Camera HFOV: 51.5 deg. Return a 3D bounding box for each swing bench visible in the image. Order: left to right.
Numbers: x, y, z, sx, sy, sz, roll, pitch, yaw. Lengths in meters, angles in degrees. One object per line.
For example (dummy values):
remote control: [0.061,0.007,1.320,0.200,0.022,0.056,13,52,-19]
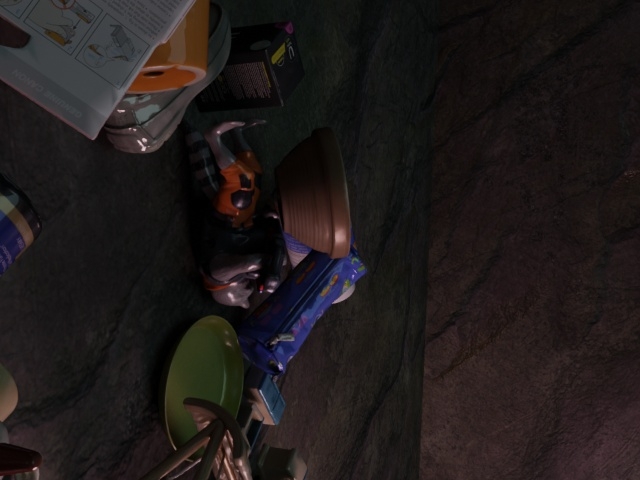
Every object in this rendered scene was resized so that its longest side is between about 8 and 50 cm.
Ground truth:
swing bench: [-0.171,0.418,0.974,0.254,0.165,0.253,-50,137,-44]

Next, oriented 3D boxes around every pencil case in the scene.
pencil case: [-0.036,0.119,1.272,0.119,0.133,0.306,45,66,-7]

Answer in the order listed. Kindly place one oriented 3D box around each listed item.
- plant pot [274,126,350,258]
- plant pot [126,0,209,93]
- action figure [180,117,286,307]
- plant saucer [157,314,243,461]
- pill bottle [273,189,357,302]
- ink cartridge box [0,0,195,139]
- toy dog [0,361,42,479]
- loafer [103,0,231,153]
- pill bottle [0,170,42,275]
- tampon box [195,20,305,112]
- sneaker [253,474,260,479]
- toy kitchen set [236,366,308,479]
plant pot: [-0.021,-0.080,1.191,0.237,0.110,0.237,172,-90,-84]
plant pot: [-0.217,-0.286,0.810,0.205,0.205,0.187,-14,94,-67]
action figure: [-0.153,-0.046,1.156,0.341,0.179,0.329,-124,-144,-76]
plant saucer: [-0.203,0.245,1.117,0.241,0.037,0.240,1,90,-67]
pill bottle: [0.000,0.000,1.454,0.152,0.153,0.271,-60,143,-51]
ink cartridge box: [-0.278,-0.290,0.651,0.296,0.066,0.261,36,87,-25]
toy dog: [-0.313,0.257,0.604,0.333,0.161,0.220,88,20,-45]
loafer: [-0.219,-0.263,0.968,0.111,0.112,0.319,78,25,-49]
pill bottle: [-0.365,0.028,0.580,0.219,0.123,0.122,-57,144,-30]
tampon box: [-0.128,-0.294,1.121,0.120,0.161,0.101,-65,148,-46]
sneaker: [-0.121,0.526,1.306,0.170,0.051,0.089,-31,114,-68]
toy kitchen set: [-0.079,0.363,1.252,0.207,0.166,0.122,-66,148,-44]
